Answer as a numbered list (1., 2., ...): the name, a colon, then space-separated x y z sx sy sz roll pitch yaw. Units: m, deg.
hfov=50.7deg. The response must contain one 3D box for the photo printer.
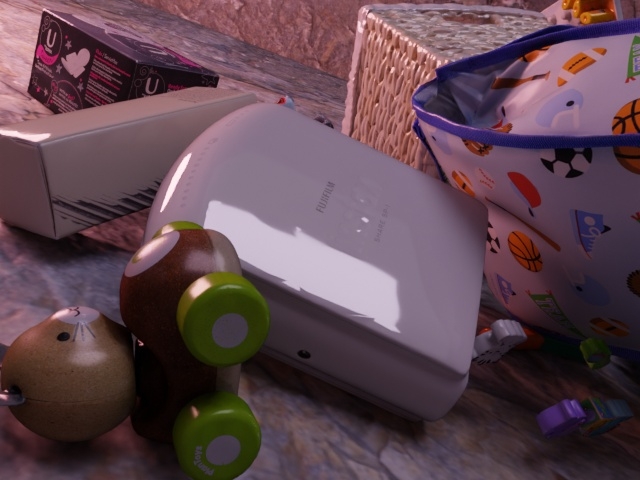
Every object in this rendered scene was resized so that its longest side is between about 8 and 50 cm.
1. photo printer: 0.000 0.000 0.640 0.307 0.107 0.256 26 43 -3

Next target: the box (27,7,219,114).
1. box: -0.304 -0.242 1.037 0.247 0.142 0.163 34 24 31

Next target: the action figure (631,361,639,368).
1. action figure: 0.586 0.077 0.891 0.370 0.276 0.248 -22 62 -23

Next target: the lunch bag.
1. lunch bag: 0.308 -0.049 0.710 0.385 0.328 0.239 4 45 45

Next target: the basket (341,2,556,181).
1. basket: 0.227 -0.162 1.034 0.328 0.331 0.266 -4 34 -19

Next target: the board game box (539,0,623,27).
1. board game box: 0.402 -0.200 1.172 0.050 0.390 0.390 -11 1 -12

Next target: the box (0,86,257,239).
1. box: -0.194 -0.094 0.714 0.113 0.094 0.275 15 28 37

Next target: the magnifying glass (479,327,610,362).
1. magnifying glass: 0.288 0.127 0.861 0.230 0.026 0.092 8 23 -37

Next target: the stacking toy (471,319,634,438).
1. stacking toy: 0.238 0.164 0.614 0.221 0.052 0.167 13 44 -39

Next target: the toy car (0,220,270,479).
1. toy car: -0.145 0.067 0.427 0.188 0.149 0.155 -1 16 -22

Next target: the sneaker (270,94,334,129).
1. sneaker: -0.094 -0.197 1.158 0.261 0.125 0.104 8 23 -33
